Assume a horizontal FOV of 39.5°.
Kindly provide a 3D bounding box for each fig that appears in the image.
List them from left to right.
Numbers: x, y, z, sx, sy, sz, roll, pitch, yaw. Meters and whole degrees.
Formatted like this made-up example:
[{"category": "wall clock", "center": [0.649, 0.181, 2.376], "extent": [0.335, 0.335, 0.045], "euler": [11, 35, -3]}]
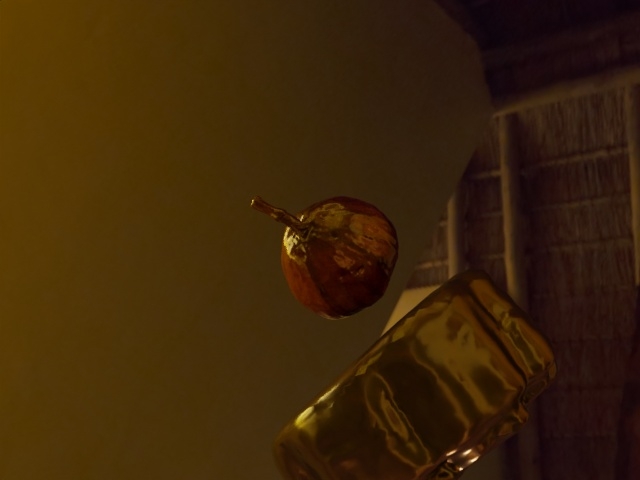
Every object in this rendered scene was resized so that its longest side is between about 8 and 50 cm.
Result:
[{"category": "fig", "center": [0.013, 0.001, 0.908], "extent": [0.128, 0.128, 0.150], "euler": [-15, -77, 32]}]

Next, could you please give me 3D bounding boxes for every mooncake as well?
[{"category": "mooncake", "center": [0.087, 0.155, 0.836], "extent": [0.141, 0.283, 0.283], "euler": [51, -50, 8]}]
